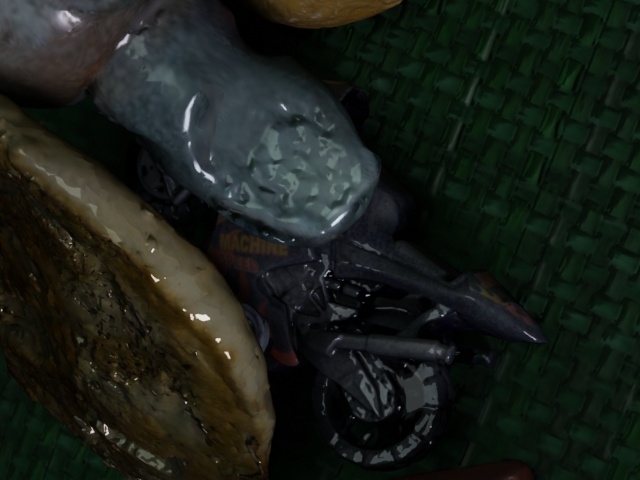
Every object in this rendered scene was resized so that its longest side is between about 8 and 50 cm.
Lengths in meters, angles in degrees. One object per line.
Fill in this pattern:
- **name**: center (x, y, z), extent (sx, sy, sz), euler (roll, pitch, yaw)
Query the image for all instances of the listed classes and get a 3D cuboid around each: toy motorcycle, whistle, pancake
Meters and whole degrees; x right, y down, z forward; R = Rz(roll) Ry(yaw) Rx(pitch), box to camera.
- **toy motorcycle**: center (0.000, 0.000, 1.150), extent (0.173, 0.108, 0.307), euler (-47, 69, 13)
- **whistle**: center (-0.114, -0.122, 1.097), extent (0.348, 0.189, 0.189), euler (41, 108, -3)
- **pancake**: center (-0.157, 0.039, 1.140), extent (0.356, 0.356, 0.065), euler (36, 61, 26)

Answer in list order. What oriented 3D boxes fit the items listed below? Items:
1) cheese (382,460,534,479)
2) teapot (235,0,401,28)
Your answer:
- **cheese**: center (0.080, 0.267, 1.090), extent (0.128, 0.203, 0.177), euler (-13, 111, 23)
- **teapot**: center (-0.027, -0.244, 1.142), extent (0.311, 0.167, 0.203), euler (1, 88, 30)
